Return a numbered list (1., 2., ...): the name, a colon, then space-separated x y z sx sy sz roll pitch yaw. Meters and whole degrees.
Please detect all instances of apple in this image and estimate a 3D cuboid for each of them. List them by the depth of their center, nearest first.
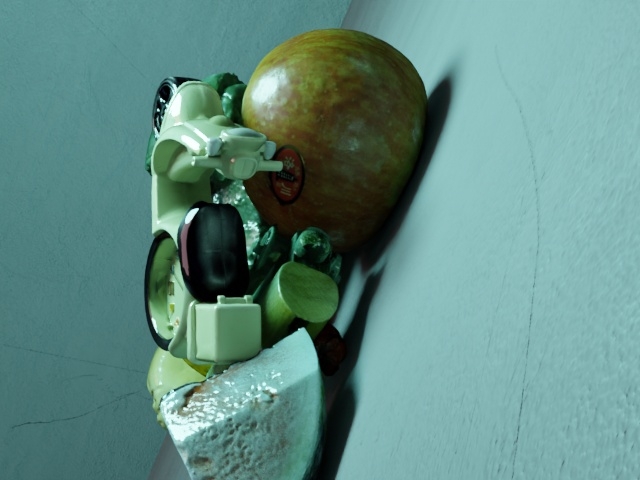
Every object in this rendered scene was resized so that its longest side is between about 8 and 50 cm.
1. apple: 0.004 -0.143 1.744 0.277 0.250 0.309 -98 30 -72

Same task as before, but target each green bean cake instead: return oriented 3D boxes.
1. green bean cake: -0.116 -0.060 1.902 0.169 0.300 0.308 -22 48 40

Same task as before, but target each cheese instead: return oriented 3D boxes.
1. cheese: -0.191 0.241 2.193 0.117 0.214 0.226 116 166 -57

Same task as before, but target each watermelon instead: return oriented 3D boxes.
1. watermelon: -0.112 0.275 1.510 0.320 0.214 0.289 -53 16 34

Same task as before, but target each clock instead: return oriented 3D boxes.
1. clock: -0.149 -0.032 1.646 0.276 0.120 0.379 2 93 61

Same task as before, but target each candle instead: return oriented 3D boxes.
1. candle: -0.002 0.137 1.770 0.051 0.048 0.329 -28 6 -5

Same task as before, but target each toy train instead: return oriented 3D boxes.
1. toy train: -0.079 0.111 1.695 0.307 0.126 0.189 -54 10 42

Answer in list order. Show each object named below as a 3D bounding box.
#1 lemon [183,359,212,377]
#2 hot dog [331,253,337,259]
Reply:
1. lemon: -0.143 0.143 2.084 0.192 0.231 0.192 -53 -15 -21
2. hot dog: 0.000 0.000 2.055 0.109 0.072 0.269 140 150 -70
